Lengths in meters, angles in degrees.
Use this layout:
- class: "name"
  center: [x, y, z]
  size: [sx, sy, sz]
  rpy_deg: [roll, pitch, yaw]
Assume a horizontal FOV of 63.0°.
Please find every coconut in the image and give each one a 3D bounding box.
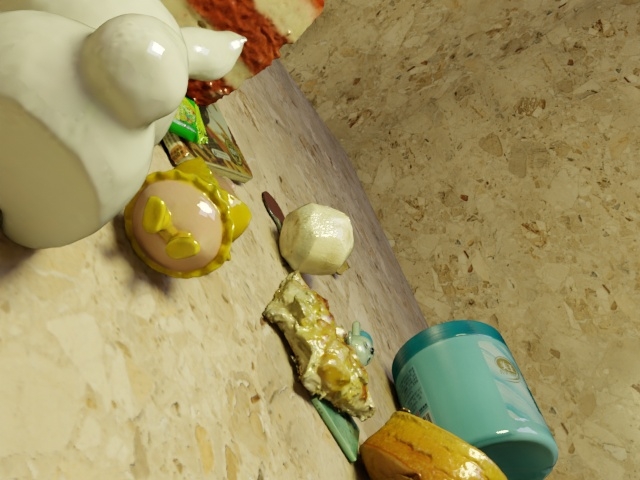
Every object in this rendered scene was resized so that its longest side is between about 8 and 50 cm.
- class: "coconut"
  center: [-0.001, -0.002, 1.178]
  size: [0.162, 0.161, 0.161]
  rpy_deg: [12, 40, -28]

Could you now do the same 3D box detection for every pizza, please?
- class: "pizza"
  center: [0.001, 0.181, 0.963]
  size: [0.324, 0.089, 0.223]
  rpy_deg: [59, 11, 21]

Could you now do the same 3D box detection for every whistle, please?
- class: "whistle"
  center: [0.092, 0.250, 1.230]
  size: [0.235, 0.077, 0.114]
  rpy_deg: [-11, 91, -80]

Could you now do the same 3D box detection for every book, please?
- class: "book"
  center: [-0.294, -0.318, 1.047]
  size: [0.428, 0.039, 0.300]
  rpy_deg: [62, 14, 7]
- class: "book"
  center: [0.030, 0.318, 0.953]
  size: [0.135, 0.017, 0.103]
  rpy_deg: [58, 13, -6]

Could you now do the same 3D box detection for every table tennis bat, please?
- class: "table tennis bat"
  center: [-0.106, -0.058, 1.273]
  size: [0.095, 0.014, 0.158]
  rpy_deg: [48, 15, -50]

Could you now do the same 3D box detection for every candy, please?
- class: "candy"
  center: [-0.265, -0.226, 0.856]
  size: [0.178, 0.032, 0.102]
  rpy_deg: [22, 44, -45]

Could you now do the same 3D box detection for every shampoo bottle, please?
- class: "shampoo bottle"
  center: [0.379, 0.441, 1.341]
  size: [0.331, 0.331, 0.343]
  rpy_deg: [51, 17, -35]

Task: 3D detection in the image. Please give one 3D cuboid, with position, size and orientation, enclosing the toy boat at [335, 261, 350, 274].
- class: "toy boat"
  center: [0.015, 0.022, 1.472]
  size: [0.206, 0.064, 0.072]
  rpy_deg: [55, -5, -29]

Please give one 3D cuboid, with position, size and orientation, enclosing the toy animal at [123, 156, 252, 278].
- class: "toy animal"
  center: [-0.171, -0.026, 0.684]
  size: [0.156, 0.156, 0.230]
  rpy_deg: [59, 3, -6]

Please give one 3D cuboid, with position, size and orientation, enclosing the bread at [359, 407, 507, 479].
- class: "bread"
  center: [0.185, 0.408, 0.891]
  size: [0.269, 0.142, 0.196]
  rpy_deg: [7, -46, 51]

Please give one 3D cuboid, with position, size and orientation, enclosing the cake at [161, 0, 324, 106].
- class: "cake"
  center: [-0.194, -0.471, 0.959]
  size: [0.269, 0.319, 0.270]
  rpy_deg: [39, 25, -49]

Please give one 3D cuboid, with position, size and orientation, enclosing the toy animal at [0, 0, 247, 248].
- class: "toy animal"
  center: [-0.198, -0.175, 0.507]
  size: [0.196, 0.241, 0.368]
  rpy_deg: [57, 26, -33]
